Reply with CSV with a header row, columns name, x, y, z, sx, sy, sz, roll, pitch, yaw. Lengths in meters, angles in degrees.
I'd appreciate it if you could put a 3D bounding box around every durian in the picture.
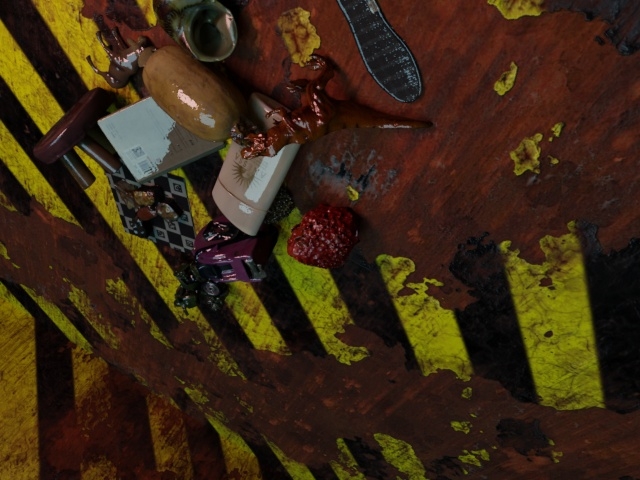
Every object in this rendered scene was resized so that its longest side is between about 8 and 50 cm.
name,x,y,z,sx,sy,sz,roll,pitch,yaw
durian,-0.174,-0.102,1.427,0.189,0.091,0.148,-5,125,36

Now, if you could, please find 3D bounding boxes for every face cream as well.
name,x,y,z,sx,sy,sz,roll,pitch,yaw
face cream,-0.171,-0.190,1.287,0.174,0.081,0.348,37,122,10

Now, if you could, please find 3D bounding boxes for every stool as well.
name,x,y,z,sx,sy,sz,roll,pitch,yaw
stool,-0.668,-0.293,1.438,0.272,0.272,0.178,-14,134,38

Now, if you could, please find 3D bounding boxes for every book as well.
name,x,y,z,sx,sy,sz,roll,pitch,yaw
book,-0.430,-0.292,1.354,0.283,0.025,0.214,-21,121,6

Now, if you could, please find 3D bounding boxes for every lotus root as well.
name,x,y,z,sx,sy,sz,roll,pitch,yaw
lotus root,-0.276,-0.335,1.176,0.343,0.169,0.151,40,130,15

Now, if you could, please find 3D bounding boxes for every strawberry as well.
name,x,y,z,sx,sy,sz,roll,pitch,yaw
strawberry,0.000,0.000,1.349,0.187,0.202,0.184,14,118,45

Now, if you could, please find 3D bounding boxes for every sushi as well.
name,x,y,z,sx,sy,sz,roll,pitch,yaw
sushi,-0.598,-0.097,1.701,0.343,0.064,0.359,17,135,16

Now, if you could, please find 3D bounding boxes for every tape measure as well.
name,x,y,z,sx,sy,sz,roll,pitch,yaw
tape measure,-0.252,0.015,1.481,0.245,0.231,0.149,-7,131,15

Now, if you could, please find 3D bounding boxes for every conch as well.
name,x,y,z,sx,sy,sz,roll,pitch,yaw
conch,-0.276,-0.510,1.107,0.188,0.124,0.181,5,125,-11

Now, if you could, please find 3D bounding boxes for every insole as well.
name,x,y,z,sx,sy,sz,roll,pitch,yaw
insole,0.117,-0.421,1.029,0.110,0.012,0.309,-12,121,39

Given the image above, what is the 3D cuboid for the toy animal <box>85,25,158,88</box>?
name,x,y,z,sx,sy,sz,roll,pitch,yaw
toy animal,-0.498,-0.470,1.299,0.186,0.094,0.214,50,135,-4

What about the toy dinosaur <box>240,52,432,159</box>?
name,x,y,z,sx,sy,sz,roll,pitch,yaw
toy dinosaur,0.014,-0.303,1.108,0.433,0.208,0.097,-14,168,5

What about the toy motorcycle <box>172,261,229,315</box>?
name,x,y,z,sx,sy,sz,roll,pitch,yaw
toy motorcycle,-0.452,0.162,1.803,0.275,0.127,0.205,-1,130,27
